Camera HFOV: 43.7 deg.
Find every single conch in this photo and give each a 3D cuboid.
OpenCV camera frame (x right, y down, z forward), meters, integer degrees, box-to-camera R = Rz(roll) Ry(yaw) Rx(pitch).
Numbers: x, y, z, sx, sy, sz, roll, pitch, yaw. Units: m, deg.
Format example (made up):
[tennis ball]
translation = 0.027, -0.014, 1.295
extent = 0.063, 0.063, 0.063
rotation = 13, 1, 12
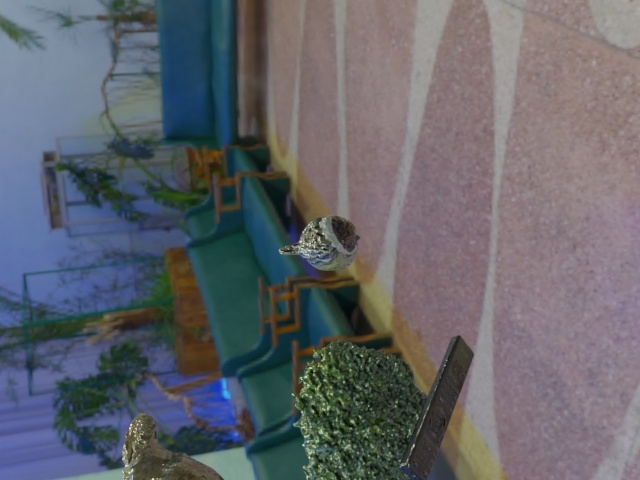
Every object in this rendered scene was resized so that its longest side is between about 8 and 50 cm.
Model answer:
[conch]
translation = -0.161, 0.277, 0.807
extent = 0.155, 0.130, 0.207
rotation = -48, 61, 19

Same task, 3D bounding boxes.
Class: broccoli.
[broccoli]
translation = 0.100, 0.362, 1.496
extent = 0.302, 0.249, 0.375
rotation = 15, -125, -75

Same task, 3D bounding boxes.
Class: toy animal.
[toy animal]
translation = 0.000, 0.000, 1.363
extent = 0.098, 0.137, 0.098
rotation = -176, 90, -85

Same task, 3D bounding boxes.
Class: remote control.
[remote control]
translation = 0.190, 0.266, 1.274
extent = 0.025, 0.063, 0.245
rotation = -6, 46, 45
